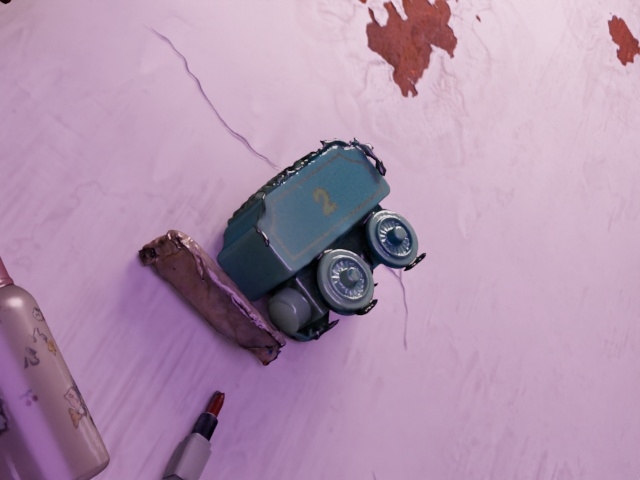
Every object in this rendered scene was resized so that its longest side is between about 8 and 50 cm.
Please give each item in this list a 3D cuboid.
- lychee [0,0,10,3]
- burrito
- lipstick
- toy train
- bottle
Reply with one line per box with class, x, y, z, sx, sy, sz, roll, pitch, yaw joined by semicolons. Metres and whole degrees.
lychee;-0.289;-0.338;0.874;0.304;0.276;0.275;69;34;-48
burrito;-0.099;0.056;1.006;0.171;0.051;0.042;48;36;-9
lipstick;-0.111;0.181;0.964;0.025;0.025;0.107;43;45;-19
toy train;0.000;0.000;1.073;0.163;0.112;0.203;52;48;-2
bottle;-0.262;0.097;0.821;0.110;0.110;0.233;-24;89;-42
